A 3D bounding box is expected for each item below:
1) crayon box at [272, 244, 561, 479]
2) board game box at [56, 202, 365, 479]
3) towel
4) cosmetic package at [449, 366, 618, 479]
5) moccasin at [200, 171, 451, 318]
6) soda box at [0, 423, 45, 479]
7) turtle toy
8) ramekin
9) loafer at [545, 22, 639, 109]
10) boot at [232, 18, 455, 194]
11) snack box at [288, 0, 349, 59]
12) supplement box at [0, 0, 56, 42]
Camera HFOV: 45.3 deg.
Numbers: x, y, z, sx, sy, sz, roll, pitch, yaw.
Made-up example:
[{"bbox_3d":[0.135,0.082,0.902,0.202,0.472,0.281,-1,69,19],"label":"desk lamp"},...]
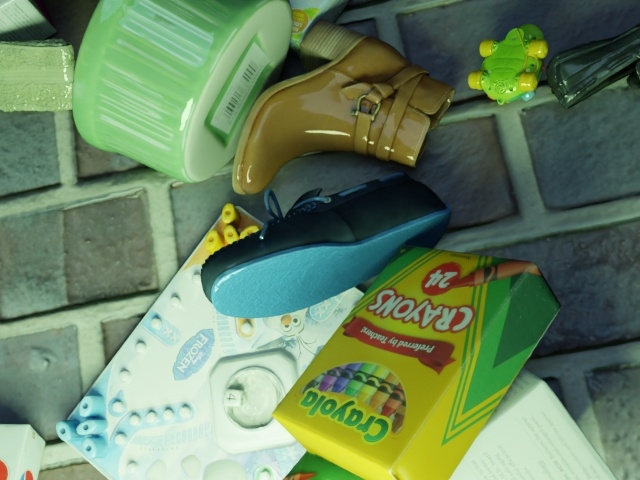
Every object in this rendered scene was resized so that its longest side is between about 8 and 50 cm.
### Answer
[{"bbox_3d":[0.087,0.149,0.820,0.202,0.081,0.319,8,52,52],"label":"crayon box"},{"bbox_3d":[-0.086,0.203,0.978,0.390,0.050,0.390,34,83,16],"label":"board game box"},{"bbox_3d":[-0.430,-0.242,1.133,0.148,0.027,0.110,1,116,7],"label":"towel"},{"bbox_3d":[0.189,0.245,0.846,0.183,0.151,0.151,-38,98,-1],"label":"cosmetic package"},{"bbox_3d":[0.000,0.000,0.946,0.341,0.138,0.117,-14,54,-33],"label":"moccasin"},{"bbox_3d":[-0.407,0.340,0.947,0.073,0.069,0.216,-1,55,2],"label":"soda box"},{"bbox_3d":[0.262,-0.236,1.026,0.095,0.066,0.130,12,74,36],"label":"turtle toy"},{"bbox_3d":[-0.161,-0.221,0.978,0.148,0.303,0.304,29,82,7],"label":"ramekin"},{"bbox_3d":[0.410,-0.235,1.001,0.223,0.076,0.078,-19,78,9],"label":"loafer"},{"bbox_3d":[0.030,-0.144,1.033,0.220,0.109,0.284,30,75,11],"label":"boot"},{"bbox_3d":[-0.060,-0.387,1.117,0.207,0.070,0.175,34,83,17],"label":"snack box"},{"bbox_3d":[-0.535,-0.328,1.158,0.220,0.114,0.111,-29,72,2],"label":"supplement box"}]
